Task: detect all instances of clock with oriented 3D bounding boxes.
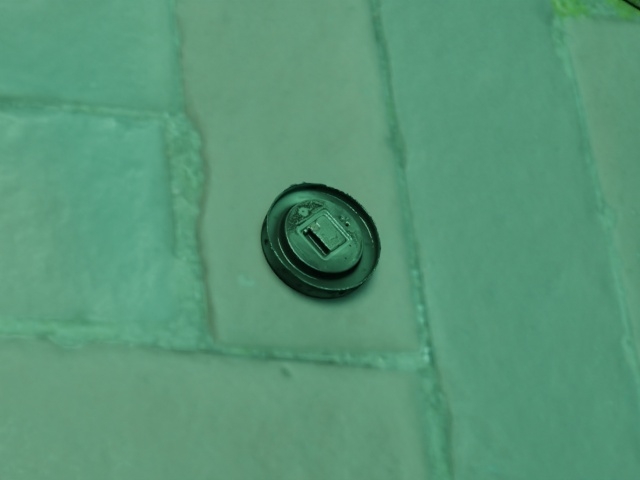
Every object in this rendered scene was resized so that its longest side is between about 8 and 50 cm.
[{"bbox_3d":[0.000,0.000,1.282,0.085,0.017,0.085,12,57,-19],"label":"clock"}]

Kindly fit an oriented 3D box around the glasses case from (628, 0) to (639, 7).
[{"bbox_3d":[0.280,-0.234,1.527,0.272,0.062,0.095,29,53,-6],"label":"glasses case"}]
